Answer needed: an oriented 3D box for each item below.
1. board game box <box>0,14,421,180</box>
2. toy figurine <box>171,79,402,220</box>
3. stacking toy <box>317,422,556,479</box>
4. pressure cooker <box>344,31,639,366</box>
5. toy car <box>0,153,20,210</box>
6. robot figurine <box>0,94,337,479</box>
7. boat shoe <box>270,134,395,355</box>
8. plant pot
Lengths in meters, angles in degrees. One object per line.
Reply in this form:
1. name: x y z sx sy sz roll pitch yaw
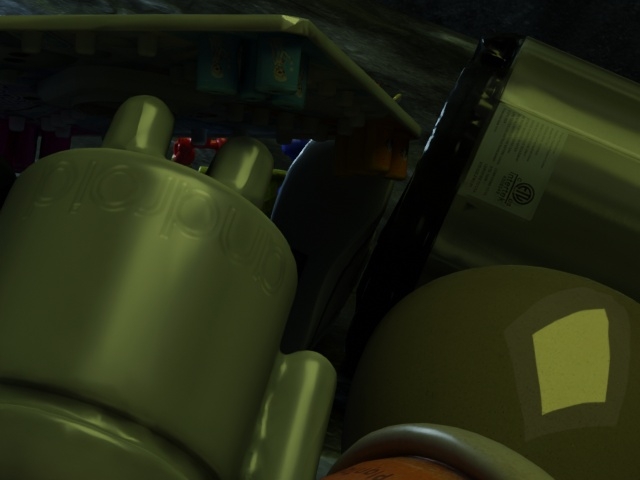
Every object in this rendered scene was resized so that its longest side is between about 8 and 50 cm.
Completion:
1. board game box: -0.150 -0.101 1.292 0.390 0.050 0.390 2 -6 15
2. toy figurine: -0.047 0.000 1.674 0.191 0.217 0.362 3 -19 -19
3. stacking toy: -0.104 0.278 0.675 0.480 0.350 0.350 -7 32 -26
4. pressure cooker: 0.269 0.042 1.573 0.420 0.369 0.375 23 21 5
5. toy car: -0.228 0.018 1.267 0.136 0.182 0.159 -8 43 -5
6. robot figurine: -0.137 0.083 1.060 0.300 0.200 0.353 20 61 -5
7. boat shoe: 0.000 0.000 1.509 0.095 0.258 0.084 34 17 13
8. plant pot: 0.131 0.187 1.190 0.284 0.284 0.191 27 37 5
